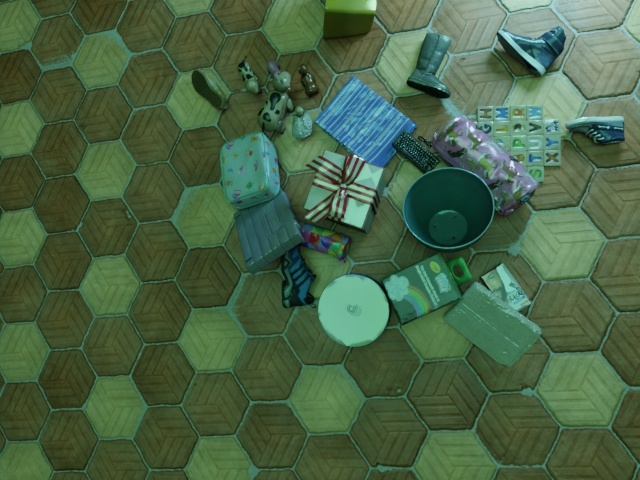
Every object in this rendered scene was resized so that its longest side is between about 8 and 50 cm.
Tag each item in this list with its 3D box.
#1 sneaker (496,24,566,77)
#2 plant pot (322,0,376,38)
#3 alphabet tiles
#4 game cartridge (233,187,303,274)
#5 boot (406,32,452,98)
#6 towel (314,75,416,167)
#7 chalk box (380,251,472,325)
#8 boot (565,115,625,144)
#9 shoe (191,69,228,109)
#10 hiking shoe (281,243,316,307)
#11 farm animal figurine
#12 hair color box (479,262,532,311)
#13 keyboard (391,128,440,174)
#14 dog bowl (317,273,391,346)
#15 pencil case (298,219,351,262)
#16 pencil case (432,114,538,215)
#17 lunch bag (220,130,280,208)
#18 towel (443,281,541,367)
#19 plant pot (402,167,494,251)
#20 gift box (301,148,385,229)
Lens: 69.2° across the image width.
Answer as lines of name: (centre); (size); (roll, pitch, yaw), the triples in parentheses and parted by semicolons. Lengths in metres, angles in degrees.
sneaker: (0.761, -0.721, 1.659); (0.226, 0.086, 0.163); (42, 105, 2)
plant pot: (0.116, -0.901, 1.757); (0.187, 0.212, 0.212); (8, 87, -1)
alphabet tiles: (0.690, -0.352, 1.689); (0.342, 0.011, 0.285); (1, 86, 11)
game cartridge: (-0.196, -0.051, 1.710); (0.230, 0.068, 0.355); (-30, 38, 4)
boot: (0.439, -0.657, 1.740); (0.189, 0.076, 0.209); (28, 84, 10)
towel: (0.170, -0.448, 1.785); (0.336, 0.040, 0.243); (41, 93, 11)
chalk box: (0.378, 0.155, 1.626); (0.289, 0.179, 0.180); (-25, 80, 7)
boot: (0.955, -0.378, 1.609); (0.190, 0.069, 0.086); (-2, 82, 9)
shoe: (-0.457, -0.617, 1.917); (0.076, 0.058, 0.219); (-46, 74, 25)
hiking shoe: (-0.081, 0.107, 1.738); (0.132, 0.113, 0.304); (-1, 111, -4)
farm animal figurine: (-0.182, -0.566, 1.794); (0.330, 0.172, 0.327); (7, 87, 12)
hair color box: (0.650, 0.174, 1.633); (0.093, 0.053, 0.167); (-35, 79, 8)
keyboard: (0.365, -0.340, 1.727); (0.180, 0.023, 0.108); (41, 91, -2)
dog bowl: (0.126, 0.253, 1.703); (0.264, 0.104, 0.265); (-1, 85, 11)
pencil case: (0.000, 0.000, 1.753); (0.236, 0.104, 0.104); (21, 90, 13)
pencil case: (0.570, -0.266, 1.623); (0.386, 0.167, 0.160); (48, 128, 11)
lunch bag: (-0.278, -0.272, 1.796); (0.224, 0.108, 0.279); (-19, 65, 20)
towel: (0.595, 0.291, 1.609); (0.282, 0.049, 0.187); (40, 113, 13)
plant pot: (0.440, -0.077, 1.608); (0.290, 0.195, 0.290); (-5, 68, 14)
gift box: (0.074, -0.165, 1.669); (0.276, 0.258, 0.255); (15, 88, 11)
